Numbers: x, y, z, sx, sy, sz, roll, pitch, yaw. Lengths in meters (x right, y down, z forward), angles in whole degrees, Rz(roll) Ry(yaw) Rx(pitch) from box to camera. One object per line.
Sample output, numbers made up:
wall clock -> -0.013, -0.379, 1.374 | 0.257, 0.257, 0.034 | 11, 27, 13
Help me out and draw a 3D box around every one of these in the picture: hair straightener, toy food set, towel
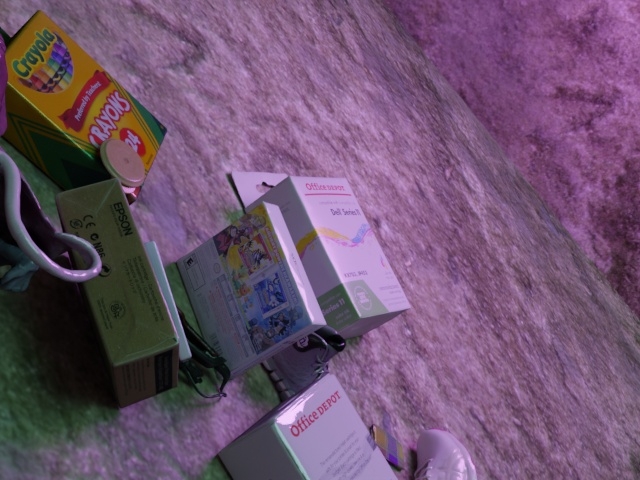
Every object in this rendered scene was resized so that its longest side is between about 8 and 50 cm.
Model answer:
hair straightener -> -0.210, 0.152, 1.445 | 0.230, 0.047, 0.089 | 52, 45, -21
toy food set -> -0.280, -0.108, 1.441 | 0.083, 0.020, 0.082 | 53, 28, -7
towel -> 0.115, 0.358, 1.766 | 0.083, 0.009, 0.060 | 38, 32, -32

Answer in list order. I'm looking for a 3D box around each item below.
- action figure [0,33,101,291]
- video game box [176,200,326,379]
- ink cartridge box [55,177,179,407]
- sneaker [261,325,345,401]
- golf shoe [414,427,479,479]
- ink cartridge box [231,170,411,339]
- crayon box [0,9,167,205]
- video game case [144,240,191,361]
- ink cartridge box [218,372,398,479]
action figure -> -0.413, -0.133, 1.143 | 0.248, 0.276, 0.369 | 20, 69, -67
video game box -> -0.107, 0.076, 1.519 | 0.048, 0.187, 0.205 | 8, 55, -55
ink cartridge box -> -0.253, 0.069, 1.283 | 0.193, 0.088, 0.234 | 108, -39, -66
sneaker -> 0.000, 0.215, 1.601 | 0.228, 0.132, 0.086 | 56, 27, 0
golf shoe -> 0.194, 0.432, 1.713 | 0.140, 0.115, 0.306 | 17, 33, -22
ink cartridge box -> 0.000, 0.000, 1.842 | 0.207, 0.119, 0.353 | -5, 65, -59
crayon box -> -0.382, -0.198, 1.485 | 0.318, 0.081, 0.202 | 43, 31, -23
video game case -> -0.202, 0.085, 1.353 | 0.143, 0.019, 0.157 | 134, -62, -79
ink cartridge box -> 0.010, 0.363, 1.473 | 0.283, 0.117, 0.207 | 58, 29, 2
